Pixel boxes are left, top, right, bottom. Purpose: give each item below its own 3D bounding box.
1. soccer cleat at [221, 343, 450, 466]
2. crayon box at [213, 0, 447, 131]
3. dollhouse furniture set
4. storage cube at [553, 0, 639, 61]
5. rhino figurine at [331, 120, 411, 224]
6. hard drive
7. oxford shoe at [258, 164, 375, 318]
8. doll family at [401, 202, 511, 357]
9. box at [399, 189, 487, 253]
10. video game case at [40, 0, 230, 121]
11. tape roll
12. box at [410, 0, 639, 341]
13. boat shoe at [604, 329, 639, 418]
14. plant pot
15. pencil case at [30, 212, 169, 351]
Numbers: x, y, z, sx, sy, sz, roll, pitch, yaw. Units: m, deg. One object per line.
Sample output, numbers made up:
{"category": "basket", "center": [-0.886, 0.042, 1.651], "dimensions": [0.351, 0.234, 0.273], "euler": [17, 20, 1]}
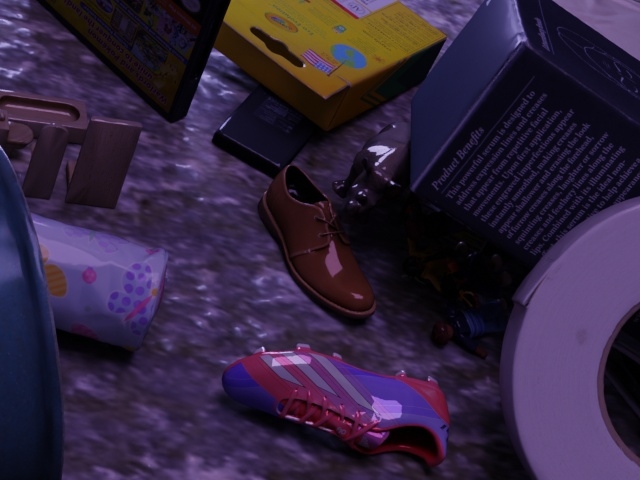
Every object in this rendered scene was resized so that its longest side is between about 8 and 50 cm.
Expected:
{"category": "soccer cleat", "center": [0.020, 0.173, 1.642], "dimensions": [0.248, 0.083, 0.095], "euler": [12, 46, -19]}
{"category": "crayon box", "center": [0.001, -0.254, 2.063], "dimensions": [0.202, 0.081, 0.318], "euler": [39, 35, 15]}
{"category": "dollhouse furniture set", "center": [-0.291, -0.140, 1.781], "dimensions": [0.144, 0.123, 0.151], "euler": [7, 43, -21]}
{"category": "storage cube", "center": [0.320, -0.225, 2.129], "dimensions": [0.184, 0.193, 0.215], "euler": [22, 41, -4]}
{"category": "rhino figurine", "center": [0.068, -0.077, 1.865], "dimensions": [0.073, 0.106, 0.243], "euler": [45, 23, -2]}
{"category": "hard drive", "center": [-0.064, -0.138, 1.972], "dimensions": [0.094, 0.022, 0.135], "euler": [30, 40, 5]}
{"category": "oxford shoe", "center": [0.000, 0.000, 1.818], "dimensions": [0.076, 0.076, 0.212], "euler": [-13, 54, -38]}
{"category": "doll family", "center": [0.152, 0.045, 1.848], "dimensions": [0.111, 0.076, 0.193], "euler": [-11, 55, -41]}
{"category": "box", "center": [0.186, -0.086, 2.009], "dimensions": [0.114, 0.036, 0.207], "euler": [26, 49, 1]}
{"category": "video game case", "center": [-0.224, -0.321, 1.912], "dimensions": [0.275, 0.248, 0.035], "euler": [43, 41, 20]}
{"category": "tape roll", "center": [0.378, 0.142, 1.652], "dimensions": [0.392, 0.392, 0.072], "euler": [21, 1, -5]}
{"category": "box", "center": [0.318, -0.085, 1.829], "dimensions": [0.395, 0.212, 0.293], "euler": [33, 22, -10]}
{"category": "boat shoe", "center": [0.401, 0.199, 1.805], "dimensions": [0.084, 0.095, 0.258], "euler": [-11, 41, -30]}
{"category": "plant pot", "center": [-0.422, 0.096, 1.329], "dimensions": [0.334, 0.341, 0.341], "euler": [-9, 51, -25]}
{"category": "pencil case", "center": [-0.291, 0.026, 1.614], "dimensions": [0.273, 0.113, 0.124], "euler": [17, 6, -9]}
